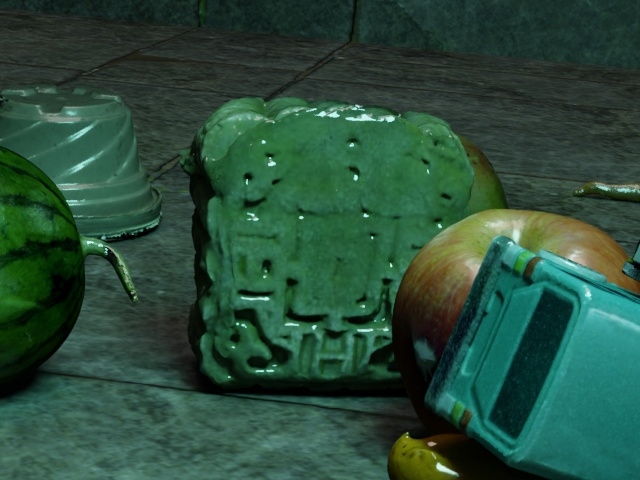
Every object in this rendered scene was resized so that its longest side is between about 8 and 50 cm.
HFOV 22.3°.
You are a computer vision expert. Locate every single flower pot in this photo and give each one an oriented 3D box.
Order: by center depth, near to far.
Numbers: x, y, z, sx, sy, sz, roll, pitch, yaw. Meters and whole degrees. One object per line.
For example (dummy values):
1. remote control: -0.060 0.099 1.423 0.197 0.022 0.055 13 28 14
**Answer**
1. flower pot: -0.279 -0.088 1.723 0.236 0.140 0.235 2 14 0

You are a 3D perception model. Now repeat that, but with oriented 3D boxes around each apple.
1. apple: 0.139 0.072 1.150 0.199 0.199 0.199 4 14 -1

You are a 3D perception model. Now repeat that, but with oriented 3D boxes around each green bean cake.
1. green bean cake: 0.000 0.000 1.271 0.223 0.227 0.125 2 12 -9

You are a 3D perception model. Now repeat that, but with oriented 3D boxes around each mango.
1. mango: 0.100 0.158 1.008 0.127 0.063 0.077 18 13 27

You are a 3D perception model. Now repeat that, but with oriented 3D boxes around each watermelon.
1. watermelon: -0.256 0.015 1.202 0.215 0.188 0.188 -14 18 -13

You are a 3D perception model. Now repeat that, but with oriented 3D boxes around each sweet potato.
1. sweet potato: 0.377 -0.063 2.051 0.115 0.026 0.026 7 14 6

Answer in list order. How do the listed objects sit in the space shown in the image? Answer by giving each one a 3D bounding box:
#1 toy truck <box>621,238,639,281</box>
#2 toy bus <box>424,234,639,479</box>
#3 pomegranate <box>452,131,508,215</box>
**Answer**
1. toy truck: 0.238 0.016 1.004 0.063 0.052 0.123 31 11 40
2. toy bus: 0.212 0.102 0.998 0.256 0.128 0.147 20 6 -24
3. pomegranate: 0.060 -0.008 1.466 0.224 0.181 0.181 -22 25 -27
